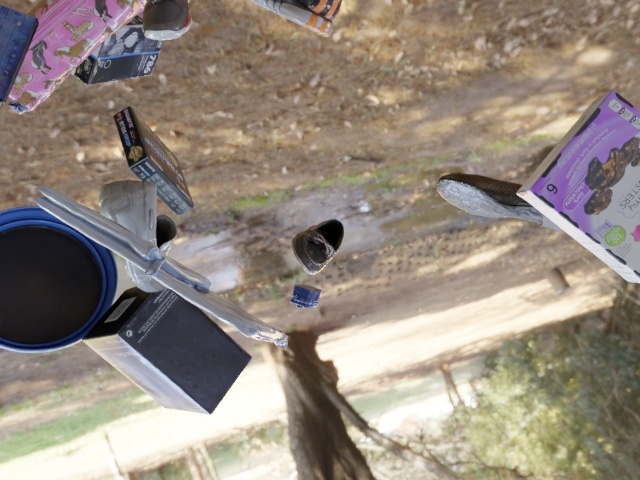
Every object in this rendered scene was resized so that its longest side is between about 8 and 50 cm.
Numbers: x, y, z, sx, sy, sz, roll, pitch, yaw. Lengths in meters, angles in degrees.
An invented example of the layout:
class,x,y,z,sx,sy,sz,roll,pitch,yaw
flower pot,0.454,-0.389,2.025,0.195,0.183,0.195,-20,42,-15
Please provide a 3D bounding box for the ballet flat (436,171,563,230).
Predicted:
class,x,y,z,sx,sy,sz,roll,pitch,yaw
ballet flat,0.325,-0.077,1.016,0.250,0.058,0.084,16,153,28

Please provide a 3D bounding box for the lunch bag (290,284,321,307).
class,x,y,z,sx,sy,sz,roll,pitch,yaw
lunch bag,-0.046,0.173,1.781,0.067,0.065,0.098,17,-175,28

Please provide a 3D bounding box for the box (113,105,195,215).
class,x,y,z,sx,sy,sz,roll,pitch,yaw
box,-0.386,-0.181,1.371,0.051,0.175,0.220,-28,148,3

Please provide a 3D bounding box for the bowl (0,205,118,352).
class,x,y,z,sx,sy,sz,roll,pitch,yaw
bowl,-0.734,0.102,1.525,0.391,0.391,0.077,-11,166,-34

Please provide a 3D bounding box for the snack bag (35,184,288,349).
class,x,y,z,sx,sy,sz,roll,pitch,yaw
snack bag,-0.202,0.051,0.853,0.037,0.342,0.323,-58,171,-9

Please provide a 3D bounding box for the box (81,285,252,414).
class,x,y,z,sx,sy,sz,roll,pitch,yaw
box,-0.378,0.264,1.431,0.296,0.294,0.183,-17,-148,53

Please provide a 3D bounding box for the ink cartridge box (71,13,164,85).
class,x,y,z,sx,sy,sz,roll,pitch,yaw
ink cartridge box,-0.502,-0.512,1.552,0.165,0.065,0.332,-57,175,30

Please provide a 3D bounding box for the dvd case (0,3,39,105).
class,x,y,z,sx,sy,sz,roll,pitch,yaw
dvd case,-0.661,-0.363,1.038,0.253,0.180,0.022,18,166,-16

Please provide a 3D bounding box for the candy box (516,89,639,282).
class,x,y,z,sx,sy,sz,roll,pitch,yaw
candy box,0.391,-0.066,0.762,0.165,0.196,0.070,-51,177,4

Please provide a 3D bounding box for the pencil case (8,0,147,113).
class,x,y,z,sx,sy,sz,roll,pitch,yaw
pencil case,-0.515,-0.435,1.189,0.386,0.167,0.160,-40,144,1

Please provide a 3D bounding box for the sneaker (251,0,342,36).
class,x,y,z,sx,sy,sz,roll,pitch,yaw
sneaker,-0.048,-0.507,1.083,0.124,0.321,0.180,6,116,-49

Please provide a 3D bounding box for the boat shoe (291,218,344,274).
class,x,y,z,sx,sy,sz,roll,pitch,yaw
boat shoe,0.000,0.000,1.604,0.095,0.112,0.335,-38,-175,14

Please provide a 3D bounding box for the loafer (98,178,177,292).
class,x,y,z,sx,sy,sz,roll,pitch,yaw
loafer,-0.329,0.002,1.128,0.111,0.112,0.319,-12,150,-9

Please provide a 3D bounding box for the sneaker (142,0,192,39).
class,x,y,z,sx,sy,sz,roll,pitch,yaw
sneaker,-0.185,-0.305,0.706,0.061,0.158,0.065,0,144,2
